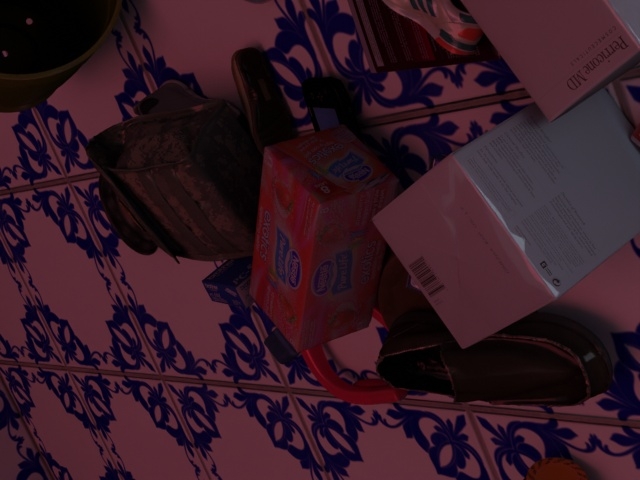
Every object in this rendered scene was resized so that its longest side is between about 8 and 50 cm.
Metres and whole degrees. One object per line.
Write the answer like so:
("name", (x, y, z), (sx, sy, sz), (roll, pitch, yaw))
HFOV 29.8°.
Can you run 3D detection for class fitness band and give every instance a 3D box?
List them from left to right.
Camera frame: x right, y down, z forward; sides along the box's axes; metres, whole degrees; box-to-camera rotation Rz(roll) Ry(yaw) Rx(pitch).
("fitness band", (0.065, 0.178, 2.055), (0.291, 0.054, 0.209), (-14, 103, 54))

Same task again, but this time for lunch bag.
("lunch bag", (-0.234, -0.086, 1.986), (0.287, 0.169, 0.235), (-6, 133, 37))

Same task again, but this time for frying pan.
("frying pan", (-0.383, -0.119, 2.378), (0.197, 0.053, 0.326), (23, 131, 41))

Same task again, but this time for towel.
("towel", (-0.060, 0.186, 2.233), (0.067, 0.029, 0.119), (54, 145, 6))

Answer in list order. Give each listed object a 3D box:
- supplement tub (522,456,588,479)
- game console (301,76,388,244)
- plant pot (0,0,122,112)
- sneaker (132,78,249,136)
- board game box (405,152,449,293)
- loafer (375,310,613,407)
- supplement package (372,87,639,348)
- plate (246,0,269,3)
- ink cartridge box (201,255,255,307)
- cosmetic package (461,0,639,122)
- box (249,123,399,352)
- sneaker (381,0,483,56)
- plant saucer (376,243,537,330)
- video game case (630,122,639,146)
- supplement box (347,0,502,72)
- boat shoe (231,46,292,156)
("supplement tub", (0.353, 0.428, 1.826), (0.117, 0.117, 0.190), (30, 138, 35))
("game console", (0.043, -0.084, 1.873), (0.213, 0.044, 0.361), (5, 120, 49))
("plant pot", (-0.561, -0.395, 2.155), (0.366, 0.366, 0.353), (56, 158, 3))
("sneaker", (-0.235, -0.195, 2.055), (0.229, 0.132, 0.086), (27, 136, 38))
("board game box", (0.200, -0.006, 1.672), (0.136, 0.035, 0.201), (22, 115, 29))
("loafer", (0.232, 0.186, 1.690), (0.366, 0.130, 0.133), (-2, 116, 40))
("supplement package", (0.248, -0.038, 1.450), (0.199, 0.263, 0.198), (55, 146, 4))
("plate", (-0.111, -0.446, 1.793), (0.188, 0.024, 0.188), (31, 137, 33))
("ink cartridge box", (-0.088, 0.029, 1.978), (0.097, 0.207, 0.046), (7, 130, 49))
("cosmetic package", (0.239, -0.340, 1.310), (0.365, 0.155, 0.197), (55, 152, 6))
("box", (0.000, 0.000, 1.793), (0.154, 0.142, 0.299), (48, 144, 36))
("sneaker", (0.139, -0.293, 1.452), (0.161, 0.057, 0.075), (43, 127, 22))
("plant saucer", (0.194, 0.106, 1.793), (0.278, 0.041, 0.277), (21, 129, 28))
("video game case", (0.476, -0.140, 1.294), (0.204, 0.025, 0.285), (45, 144, 17))
("supplement box", (0.147, -0.294, 1.543), (0.239, 0.073, 0.130), (5, 120, 51))
("boat shoe", (-0.098, -0.217, 1.936), (0.072, 0.068, 0.189), (4, 111, 64))
